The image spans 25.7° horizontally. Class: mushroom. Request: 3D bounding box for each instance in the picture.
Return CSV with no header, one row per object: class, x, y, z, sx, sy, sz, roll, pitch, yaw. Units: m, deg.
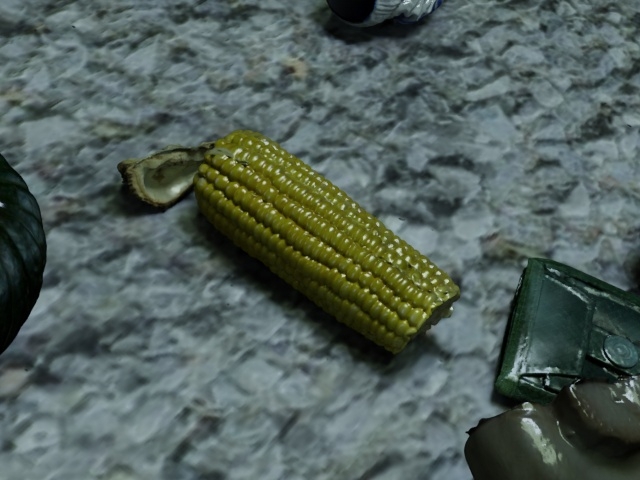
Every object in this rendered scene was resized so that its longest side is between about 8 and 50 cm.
mushroom,0.204,0.171,1.047,0.188,0.141,0.117,-10,71,-29

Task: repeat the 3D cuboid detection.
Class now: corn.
corn,0.000,0.000,1.172,0.244,0.093,0.093,36,42,16

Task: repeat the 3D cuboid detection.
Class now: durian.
durian,-0.131,-0.068,1.211,0.052,0.066,0.130,43,35,22

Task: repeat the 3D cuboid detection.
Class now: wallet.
wallet,0.271,0.114,1.203,0.236,0.055,0.160,22,46,-1

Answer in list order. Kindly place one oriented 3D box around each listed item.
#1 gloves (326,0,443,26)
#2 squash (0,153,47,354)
gloves,0.087,-0.294,1.539,0.119,0.097,0.229,42,48,16
squash,-0.294,0.003,0.971,0.218,0.172,0.218,5,51,-6
